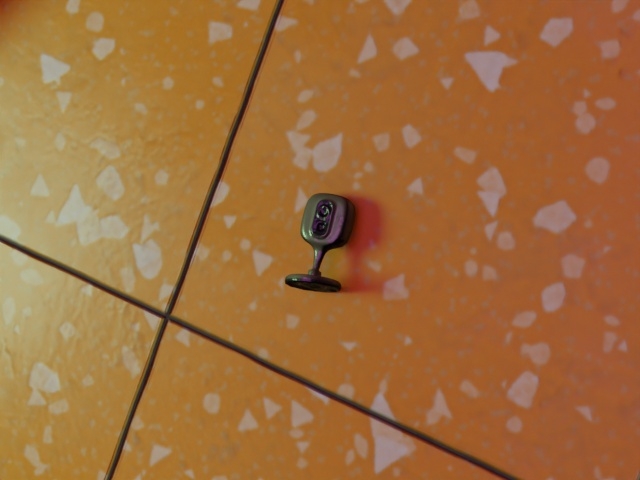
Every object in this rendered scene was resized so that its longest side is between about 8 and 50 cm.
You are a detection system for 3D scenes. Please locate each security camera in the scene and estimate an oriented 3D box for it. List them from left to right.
[{"bbox_3d":[0.000,0.000,1.592,0.058,0.058,0.092,4,80,25],"label":"security camera"}]
